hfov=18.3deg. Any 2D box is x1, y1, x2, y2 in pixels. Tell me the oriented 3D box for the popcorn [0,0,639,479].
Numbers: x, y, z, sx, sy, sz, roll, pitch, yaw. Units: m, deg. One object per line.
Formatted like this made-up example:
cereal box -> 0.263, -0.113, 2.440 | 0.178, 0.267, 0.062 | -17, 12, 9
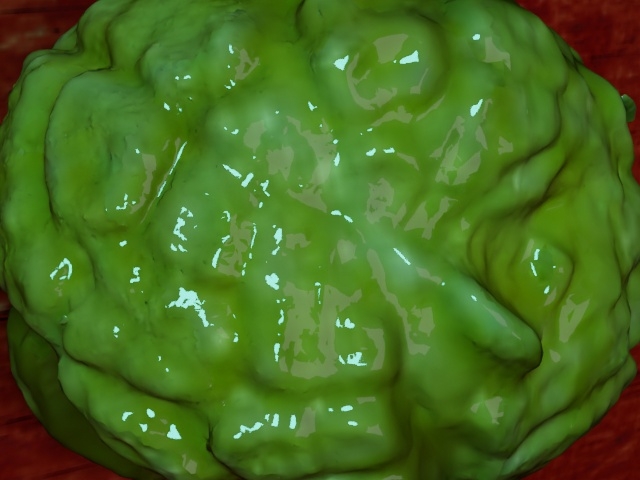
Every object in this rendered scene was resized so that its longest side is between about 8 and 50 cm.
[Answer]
popcorn -> 0.000, 0.000, 0.714 | 0.237, 0.251, 0.206 | -12, 87, -6
